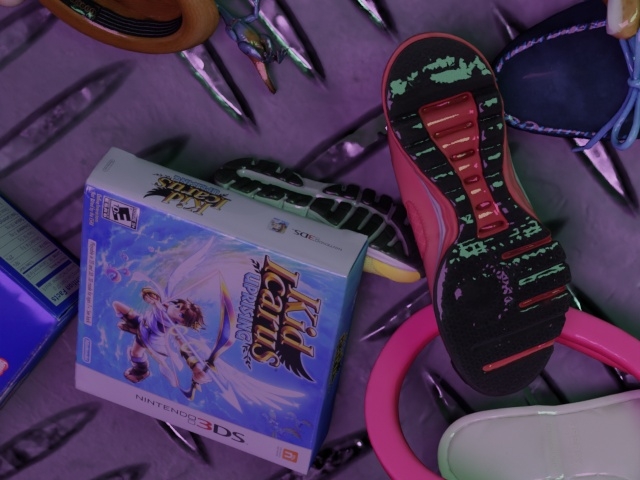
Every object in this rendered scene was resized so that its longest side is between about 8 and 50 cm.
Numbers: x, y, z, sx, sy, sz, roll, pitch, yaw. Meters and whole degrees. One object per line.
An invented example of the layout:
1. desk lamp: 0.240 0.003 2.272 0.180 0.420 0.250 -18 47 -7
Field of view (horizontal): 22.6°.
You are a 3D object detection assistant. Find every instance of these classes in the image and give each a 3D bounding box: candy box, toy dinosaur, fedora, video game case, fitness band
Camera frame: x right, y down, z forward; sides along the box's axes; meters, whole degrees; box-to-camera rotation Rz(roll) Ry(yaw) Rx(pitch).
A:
1. candy box: -0.415 0.043 1.547 0.317 0.122 0.268 42 115 0
2. toy dinosaur: -0.073 -0.179 1.406 0.082 0.047 0.090 32 128 24
3. fedora: -0.169 -0.240 1.371 0.194 0.079 0.194 17 153 9
4. video game case: -0.098 0.070 1.447 0.244 0.061 0.269 19 134 9
5. fitness band: 0.180 0.156 1.376 0.291 0.054 0.209 22 76 18

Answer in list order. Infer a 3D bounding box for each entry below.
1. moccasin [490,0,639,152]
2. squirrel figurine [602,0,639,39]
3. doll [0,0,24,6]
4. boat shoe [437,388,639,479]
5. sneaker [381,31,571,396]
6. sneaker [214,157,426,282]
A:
1. moccasin: 0.294 -0.145 1.262 0.342 0.117 0.137 -10 106 20
2. squirrel figurine: 0.247 -0.321 1.063 0.397 0.281 0.370 19 125 56
3. doll: -0.263 -0.298 1.413 0.129 0.046 0.189 16 112 6
4. boat shoe: 0.268 0.202 1.430 0.320 0.116 0.099 -2 152 11
5. sneaker: 0.128 -0.027 1.350 0.116 0.136 0.313 -15 101 -1
6. sneaker: 0.000 0.000 1.435 0.209 0.081 0.094 21 123 15
